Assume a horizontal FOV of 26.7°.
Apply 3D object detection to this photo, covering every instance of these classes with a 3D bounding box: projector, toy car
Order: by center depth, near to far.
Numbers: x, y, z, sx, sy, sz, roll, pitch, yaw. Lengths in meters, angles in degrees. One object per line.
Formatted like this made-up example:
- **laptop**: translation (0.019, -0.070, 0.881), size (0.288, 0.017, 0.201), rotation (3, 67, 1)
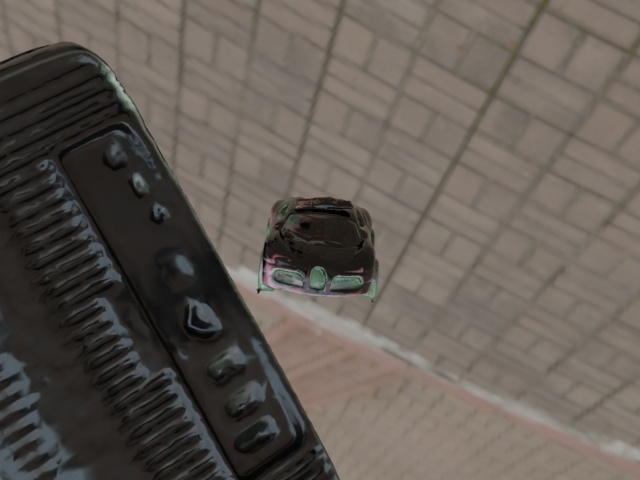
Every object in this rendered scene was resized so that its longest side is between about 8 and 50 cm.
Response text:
- **toy car**: translation (0.000, 0.000, 0.797), size (0.069, 0.055, 0.142), rotation (6, -166, -1)
- **projector**: translation (-0.223, 0.103, 1.006), size (0.395, 0.242, 0.405), rotation (62, 153, -3)
